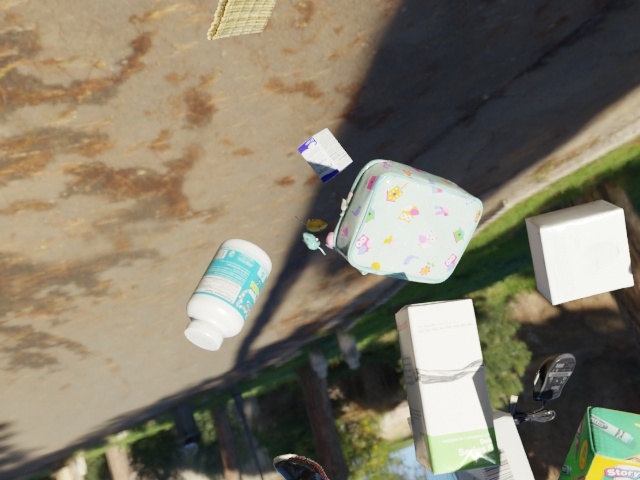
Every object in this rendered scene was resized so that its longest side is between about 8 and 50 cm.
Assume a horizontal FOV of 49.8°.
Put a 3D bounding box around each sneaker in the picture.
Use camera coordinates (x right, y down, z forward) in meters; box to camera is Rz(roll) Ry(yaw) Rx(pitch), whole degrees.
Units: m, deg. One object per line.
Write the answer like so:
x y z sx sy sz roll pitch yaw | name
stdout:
-0.018 0.417 1.151 0.061 0.158 0.064 -38 -160 37 | sneaker

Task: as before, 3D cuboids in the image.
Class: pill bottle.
-0.233 0.135 1.692 0.146 0.264 0.146 18 147 12 | pill bottle

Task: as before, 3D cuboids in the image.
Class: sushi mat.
-0.115 -0.420 1.179 0.151 0.019 0.316 -64 180 21 | sushi mat

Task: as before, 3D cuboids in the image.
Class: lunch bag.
0.166 -0.029 1.376 0.279 0.108 0.224 13 111 -29 | lunch bag

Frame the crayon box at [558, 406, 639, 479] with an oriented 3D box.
0.473 0.322 0.900 0.279 0.081 0.165 9 128 9 | crayon box

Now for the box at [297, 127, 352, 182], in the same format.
0.015 -0.262 2.129 0.072 0.137 0.126 -36 -177 30 | box

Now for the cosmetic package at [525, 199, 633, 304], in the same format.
0.706 0.030 1.895 0.225 0.223 0.138 -14 -165 1 | cosmetic package

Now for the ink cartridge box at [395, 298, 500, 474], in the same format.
0.212 0.248 1.198 0.115 0.272 0.198 -7 169 -2 | ink cartridge box

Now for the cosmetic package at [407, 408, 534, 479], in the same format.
0.325 0.477 1.524 0.155 0.196 0.365 -18 172 -8 | cosmetic package

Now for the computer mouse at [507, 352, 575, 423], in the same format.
0.638 0.431 2.042 0.184 0.060 0.261 -2 120 -21 | computer mouse

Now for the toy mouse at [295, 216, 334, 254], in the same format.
0.000 0.000 2.108 0.161 0.031 0.143 8 131 17 | toy mouse
